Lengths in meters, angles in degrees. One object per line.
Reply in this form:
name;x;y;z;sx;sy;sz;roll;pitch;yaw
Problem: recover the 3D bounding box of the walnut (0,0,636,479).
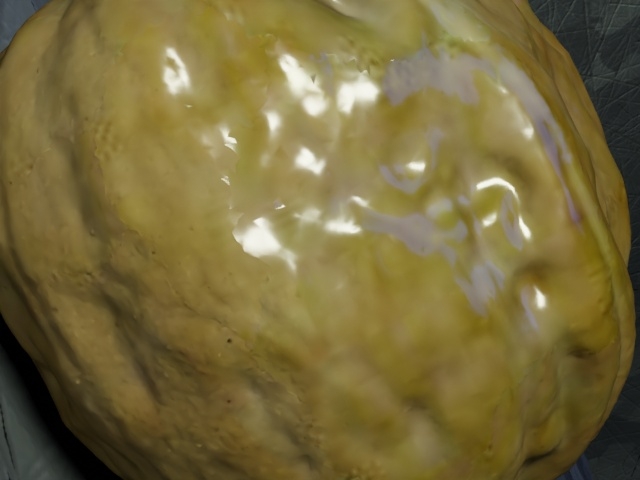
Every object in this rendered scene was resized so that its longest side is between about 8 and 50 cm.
walnut;0.003;-0.001;0.632;0.344;0.306;0.306;60;14;-20
